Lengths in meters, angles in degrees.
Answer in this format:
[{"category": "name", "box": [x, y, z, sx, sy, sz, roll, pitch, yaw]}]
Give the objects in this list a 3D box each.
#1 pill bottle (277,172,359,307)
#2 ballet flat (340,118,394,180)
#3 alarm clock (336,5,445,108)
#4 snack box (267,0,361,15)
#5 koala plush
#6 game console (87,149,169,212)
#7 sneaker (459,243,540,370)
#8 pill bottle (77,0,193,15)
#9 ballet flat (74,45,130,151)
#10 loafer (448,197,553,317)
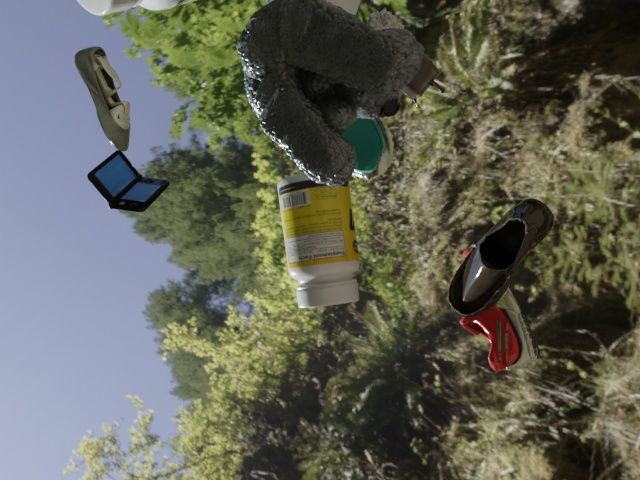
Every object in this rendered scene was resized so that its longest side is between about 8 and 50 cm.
[{"category": "pill bottle", "box": [0.000, 0.000, 0.963, 0.119, 0.119, 0.208, -5, -94, -35]}, {"category": "ballet flat", "box": [0.057, -0.253, 1.342, 0.147, 0.409, 0.147, -21, -46, -23]}, {"category": "alarm clock", "box": [0.094, -0.278, 0.883, 0.192, 0.129, 0.064, 39, -79, -15]}, {"category": "snack box", "box": [0.010, -0.463, 0.894, 0.187, 0.060, 0.322, 41, -118, -46]}, {"category": "koala plush", "box": [0.029, -0.206, 0.737, 0.196, 0.203, 0.221, -57, -14, 30]}, {"category": "game console", "box": [-0.370, -0.117, 1.160, 0.122, 0.107, 0.071, -66, -20, -53]}, {"category": "sneaker", "box": [0.325, 0.127, 1.177, 0.118, 0.279, 0.107, -26, -40, 13]}, {"category": "pill bottle", "box": [-0.225, -0.492, 0.956, 0.361, 0.204, 0.204, -33, -66, -35]}, {"category": "ballet flat", "box": [-0.425, -0.286, 1.206, 0.072, 0.068, 0.213, -61, -47, -64]}, {"category": "loafer", "box": [0.250, 0.030, 0.884, 0.078, 0.080, 0.220, -13, -42, -47]}]
